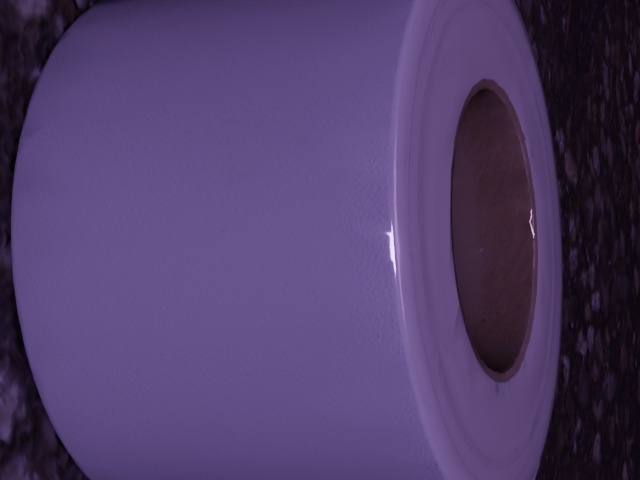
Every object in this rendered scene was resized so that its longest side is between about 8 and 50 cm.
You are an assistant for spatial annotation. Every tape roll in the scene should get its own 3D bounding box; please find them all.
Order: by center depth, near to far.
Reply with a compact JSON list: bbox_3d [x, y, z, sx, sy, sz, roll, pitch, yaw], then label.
[{"bbox_3d":[0.000,0.000,0.657,0.246,0.169,0.246,-4,90,-67],"label":"tape roll"}]
